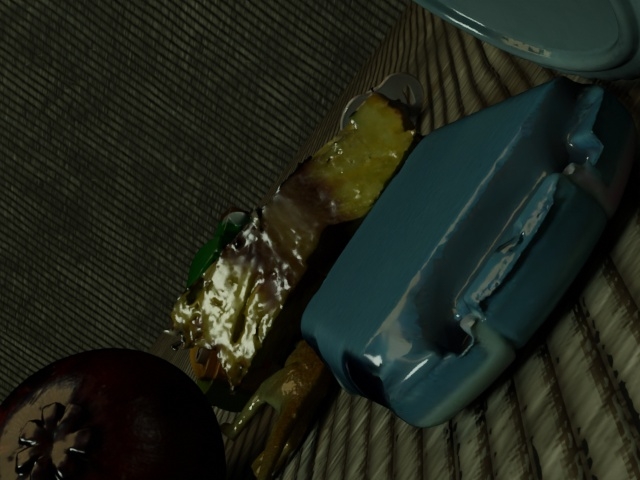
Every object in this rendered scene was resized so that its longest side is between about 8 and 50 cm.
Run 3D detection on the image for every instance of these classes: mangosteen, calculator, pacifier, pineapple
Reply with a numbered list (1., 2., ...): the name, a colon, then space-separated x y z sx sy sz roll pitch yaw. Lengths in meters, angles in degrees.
1. mangosteen: -0.146 0.170 0.665 0.200 0.200 0.200 -53 8 10
2. calculator: 0.059 0.005 0.497 0.173 0.051 0.293 -56 7 -4
3. pacifier: 0.073 -0.123 0.994 0.099 0.081 0.078 -34 41 -5
4. pineapple: -0.001 -0.001 0.690 0.233 0.079 0.135 -48 -7 9

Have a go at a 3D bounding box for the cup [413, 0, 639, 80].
1. cup: 0.133 -0.266 0.477 0.311 0.257 0.331 -56 9 -1

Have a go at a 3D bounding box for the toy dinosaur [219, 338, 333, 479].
1. toy dinosaur: -0.010 0.091 0.595 0.126 0.039 0.162 -53 9 -4

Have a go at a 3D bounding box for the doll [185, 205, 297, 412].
1. doll: -0.066 0.059 0.823 0.134 0.106 0.186 -54 22 41
